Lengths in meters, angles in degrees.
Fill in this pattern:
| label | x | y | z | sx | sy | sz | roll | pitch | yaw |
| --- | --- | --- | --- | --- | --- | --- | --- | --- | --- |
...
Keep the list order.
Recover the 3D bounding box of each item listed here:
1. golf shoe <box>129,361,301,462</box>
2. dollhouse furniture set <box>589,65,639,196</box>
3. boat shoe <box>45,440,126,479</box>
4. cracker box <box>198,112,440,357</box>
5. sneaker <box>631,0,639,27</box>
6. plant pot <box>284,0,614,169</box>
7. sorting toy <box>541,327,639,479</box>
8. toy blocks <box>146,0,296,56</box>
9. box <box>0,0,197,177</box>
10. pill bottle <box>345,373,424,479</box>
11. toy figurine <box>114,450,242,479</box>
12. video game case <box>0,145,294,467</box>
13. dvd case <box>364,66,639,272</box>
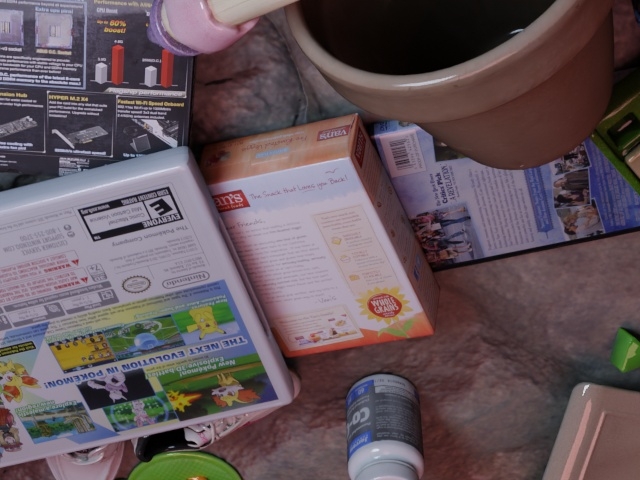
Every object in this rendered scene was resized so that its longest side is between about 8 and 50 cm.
| label | x | y | z | sx | sy | sz | roll | pitch | yaw |
| --- | --- | --- | --- | --- | --- | --- | --- | --- | --- |
| golf shoe | -0.105 | 0.178 | 1.735 | 0.186 | 0.086 | 0.067 | -19 | 127 | 13 |
| dollhouse furniture set | 0.392 | -0.020 | 1.483 | 0.151 | 0.197 | 0.301 | -40 | 124 | 10 |
| boat shoe | -0.245 | 0.184 | 1.737 | 0.095 | 0.084 | 0.258 | 1 | 131 | -2 |
| cracker box | 0.000 | 0.000 | 1.582 | 0.156 | 0.067 | 0.232 | -10 | 132 | 21 |
| sneaker | 0.297 | -0.248 | 1.387 | 0.083 | 0.071 | 0.190 | -4 | 131 | -5 |
| plant pot | 0.133 | -0.175 | 1.357 | 0.263 | 0.263 | 0.229 | -20 | 147 | 16 |
| sorting toy | 0.319 | 0.241 | 1.760 | 0.196 | 0.047 | 0.347 | 13 | 102 | -18 |
| toy blocks | -0.097 | -0.320 | 1.254 | 0.288 | 0.309 | 0.260 | 47 | 150 | -20 |
| box | -0.257 | -0.168 | 1.439 | 0.308 | 0.076 | 0.242 | 3 | 130 | -4 |
| pill bottle | 0.065 | 0.208 | 1.728 | 0.078 | 0.137 | 0.078 | 0 | 130 | -1 |
| toy figurine | -0.168 | 0.326 | 1.813 | 0.173 | 0.159 | 0.130 | -9 | 130 | 8 |
| video game case | -0.224 | 0.072 | 1.571 | 0.329 | 0.036 | 0.300 | -14 | 128 | 11 |
| dvd case | 0.184 | -0.059 | 1.577 | 0.253 | 0.022 | 0.180 | -12 | 131 | 9 |
